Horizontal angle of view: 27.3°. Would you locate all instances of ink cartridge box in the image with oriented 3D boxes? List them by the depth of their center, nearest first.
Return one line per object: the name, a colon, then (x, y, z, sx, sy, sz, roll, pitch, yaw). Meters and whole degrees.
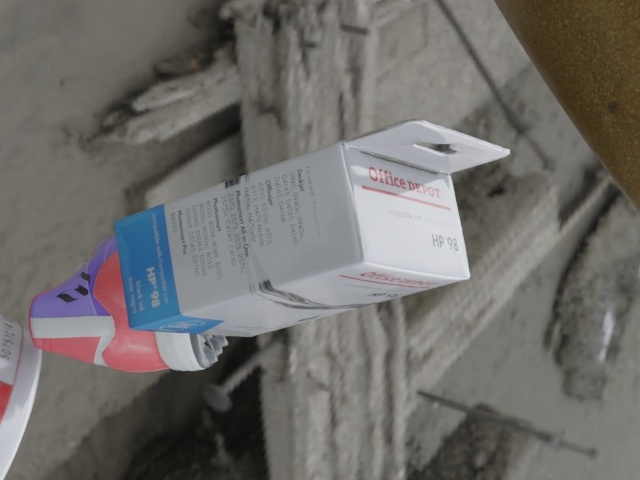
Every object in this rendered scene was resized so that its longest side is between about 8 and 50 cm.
ink cartridge box: (0.000, 0.000, 0.656, 0.104, 0.180, 0.060, 10, 68, -55)

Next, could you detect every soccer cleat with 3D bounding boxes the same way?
soccer cleat: (-0.111, 0.020, 0.950, 0.318, 0.117, 0.108, -66, 152, -78)

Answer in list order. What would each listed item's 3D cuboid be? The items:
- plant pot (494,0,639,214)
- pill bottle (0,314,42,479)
plant pot: (0.157, -0.145, 0.548, 0.237, 0.237, 0.254, 1, 73, -59)
pill bottle: (-0.341, 0.080, 0.851, 0.283, 0.161, 0.161, 25, 78, -22)
